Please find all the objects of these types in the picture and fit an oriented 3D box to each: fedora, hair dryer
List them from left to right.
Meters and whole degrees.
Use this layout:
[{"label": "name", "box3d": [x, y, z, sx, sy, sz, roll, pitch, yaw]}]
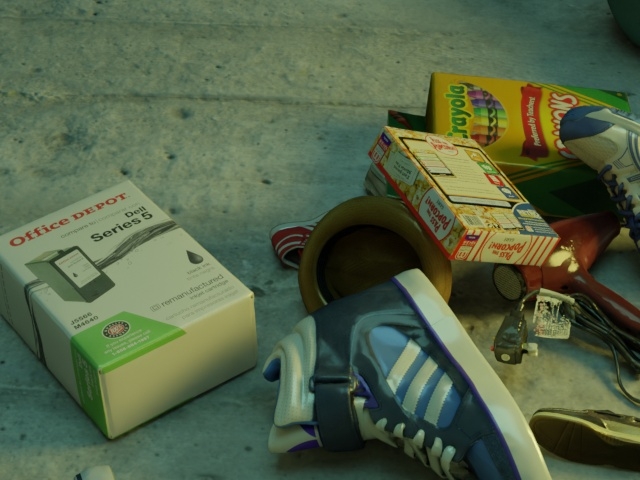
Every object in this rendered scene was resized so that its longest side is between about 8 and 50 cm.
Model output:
[{"label": "fedora", "box3d": [0.071, 0.040, 1.602, 0.194, 0.194, 0.079, 22, 7, 27]}, {"label": "hair dryer", "box3d": [0.308, 0.069, 1.611, 0.224, 0.080, 0.293, 16, 46, -3]}]

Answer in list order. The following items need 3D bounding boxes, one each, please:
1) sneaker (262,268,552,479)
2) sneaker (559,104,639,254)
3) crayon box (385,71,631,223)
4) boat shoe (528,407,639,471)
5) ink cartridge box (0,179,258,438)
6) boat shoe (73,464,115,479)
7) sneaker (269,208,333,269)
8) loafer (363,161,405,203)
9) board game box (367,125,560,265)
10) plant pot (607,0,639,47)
[{"label": "sneaker", "box3d": [0.072, 0.197, 1.426, 0.236, 0.130, 0.322, -29, 57, -4]}, {"label": "sneaker", "box3d": [0.395, -0.045, 1.631, 0.296, 0.112, 0.131, 34, 82, 12]}, {"label": "crayon box", "box3d": [0.246, -0.124, 1.793, 0.319, 0.081, 0.202, 5, 39, -2]}, {"label": "boat shoe", "box3d": [0.293, 0.202, 1.444, 0.152, 0.056, 0.049, 16, 36, 6]}, {"label": "ink cartridge box", "box3d": [-0.229, 0.070, 1.575, 0.198, 0.114, 0.273, -26, 45, -27]}, {"label": "boat shoe", "box3d": [-0.224, 0.365, 1.215, 0.157, 0.135, 0.367, -12, 50, -7]}, {"label": "sneaker", "box3d": [0.000, 0.000, 1.709, 0.119, 0.042, 0.067, -15, 36, -4]}, {"label": "loafer", "box3d": [0.095, -0.051, 1.780, 0.045, 0.039, 0.125, 10, 34, -38]}, {"label": "board game box", "box3d": [0.162, -0.052, 1.580, 0.147, 0.045, 0.193, 5, 36, -36]}, {"label": "plant pot", "box3d": [0.548, -0.411, 2.041, 0.293, 0.235, 0.293, -1, 40, 1]}]
